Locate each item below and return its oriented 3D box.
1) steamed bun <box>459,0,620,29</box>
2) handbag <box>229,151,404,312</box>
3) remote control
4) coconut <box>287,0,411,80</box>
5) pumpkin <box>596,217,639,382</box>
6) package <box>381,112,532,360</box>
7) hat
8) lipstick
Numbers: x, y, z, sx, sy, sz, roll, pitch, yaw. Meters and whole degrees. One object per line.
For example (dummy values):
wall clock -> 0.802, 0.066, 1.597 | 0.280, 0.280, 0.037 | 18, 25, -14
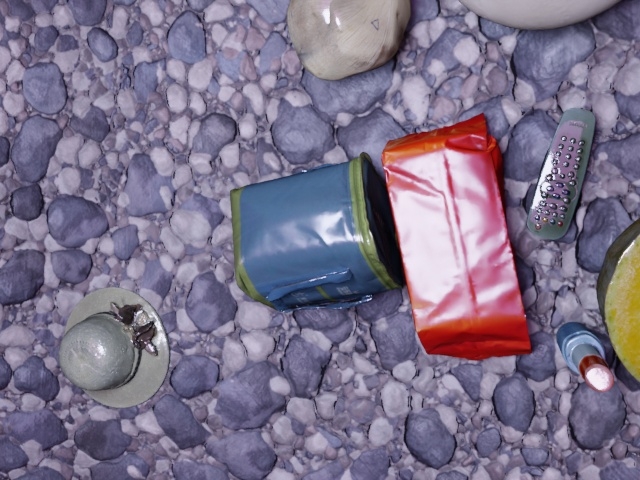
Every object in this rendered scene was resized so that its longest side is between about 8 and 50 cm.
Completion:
steamed bun -> 0.334, -0.509, 0.934 | 0.374, 0.241, 0.375 | 1, 94, 19
handbag -> 0.000, 0.000, 1.080 | 0.240, 0.263, 0.223 | -12, 65, 18
remote control -> 0.408, -0.112, 1.076 | 0.072, 0.042, 0.222 | 16, 98, 14
coconut -> 0.052, -0.377, 1.063 | 0.224, 0.224, 0.224 | 1, 93, 15
pumpkin -> 0.594, 0.074, 0.970 | 0.332, 0.199, 0.333 | 3, 102, 15
package -> 0.233, 0.004, 1.089 | 0.195, 0.123, 0.424 | -10, 89, 17
hat -> -0.444, 0.229, 1.280 | 0.257, 0.130, 0.258 | 1, 93, 14
lipstick -> 0.404, 0.176, 0.972 | 0.061, 0.274, 0.068 | -24, 87, 15
